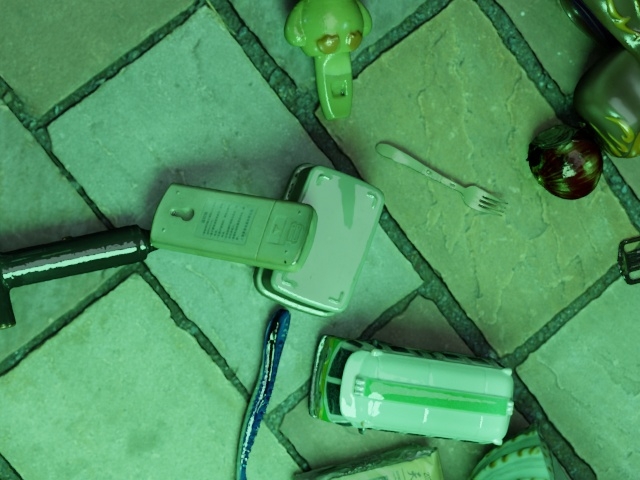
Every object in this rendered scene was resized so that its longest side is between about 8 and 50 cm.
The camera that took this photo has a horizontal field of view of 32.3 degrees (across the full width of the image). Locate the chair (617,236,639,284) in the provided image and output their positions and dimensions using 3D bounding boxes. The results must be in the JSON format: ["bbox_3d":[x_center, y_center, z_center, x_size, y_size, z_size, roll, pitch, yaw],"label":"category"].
[{"bbox_3d":[0.579,0.014,1.716,0.212,0.101,0.084,-14,92,-13],"label":"chair"}]

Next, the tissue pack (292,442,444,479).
[{"bbox_3d":[0.090,0.443,1.596,0.215,0.123,0.257,-11,92,-14],"label":"tissue pack"}]

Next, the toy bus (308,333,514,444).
[{"bbox_3d":[0.133,0.216,1.586,0.276,0.164,0.134,9,86,-12],"label":"toy bus"}]

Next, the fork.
[{"bbox_3d":[0.180,-0.092,1.676,0.219,0.028,0.034,25,92,-6],"label":"fork"}]

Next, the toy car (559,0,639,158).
[{"bbox_3d":[0.461,-0.289,1.633,0.240,0.271,0.341,-37,94,6],"label":"toy car"}]

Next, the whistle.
[{"bbox_3d":[0.017,-0.327,1.587,0.141,0.141,0.294,-13,93,-12],"label":"whistle"}]

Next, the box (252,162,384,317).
[{"bbox_3d":[0.000,0.000,1.578,0.148,0.129,0.210,21,84,-12],"label":"box"}]

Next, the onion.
[{"bbox_3d":[0.376,-0.116,1.669,0.118,0.117,0.119,-1,109,-4],"label":"onion"}]

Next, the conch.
[{"bbox_3d":[0.298,0.425,1.572,0.215,0.319,0.303,-22,85,8],"label":"conch"}]

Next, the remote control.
[{"bbox_3d":[-0.119,-0.019,1.510,0.233,0.038,0.098,10,68,21],"label":"remote control"}]

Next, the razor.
[{"bbox_3d":[-0.088,0.258,1.598,0.056,0.093,0.324,4,83,23],"label":"razor"}]

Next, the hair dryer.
[{"bbox_3d":[-0.369,0.009,1.529,0.352,0.107,0.189,-14,90,-20],"label":"hair dryer"}]
